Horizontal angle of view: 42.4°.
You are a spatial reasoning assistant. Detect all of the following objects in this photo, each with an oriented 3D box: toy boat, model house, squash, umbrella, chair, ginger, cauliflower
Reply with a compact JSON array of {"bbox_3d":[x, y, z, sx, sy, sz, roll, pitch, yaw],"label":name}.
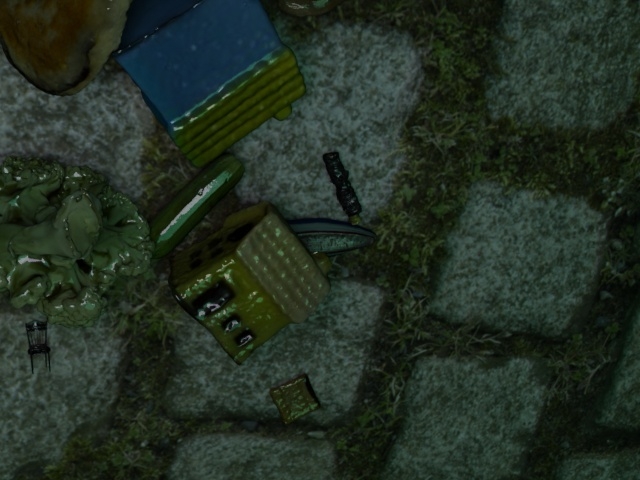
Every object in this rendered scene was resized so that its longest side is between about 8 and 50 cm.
[{"bbox_3d":[0.000,0.000,1.503,0.228,0.046,0.080,-1,102,-15],"label":"toy boat"},{"bbox_3d":[-0.113,0.055,1.404,0.234,0.175,0.193,-37,114,1],"label":"model house"},{"bbox_3d":[-0.171,-0.275,1.277,0.237,0.215,0.303,-36,125,-4],"label":"model house"},{"bbox_3d":[-0.221,-0.057,1.404,0.229,0.066,0.066,-45,114,-2],"label":"squash"},{"bbox_3d":[0.042,-0.094,1.487,0.037,0.040,0.144,-31,114,-16],"label":"umbrella"},{"bbox_3d":[-0.484,0.184,1.416,0.037,0.042,0.086,-6,73,-17],"label":"chair"},{"bbox_3d":[0.013,-0.420,1.370,0.173,0.051,0.069,-36,110,-6],"label":"ginger"},{"bbox_3d":[-0.407,0.014,1.251,0.326,0.281,0.261,-9,114,-21],"label":"cauliflower"}]

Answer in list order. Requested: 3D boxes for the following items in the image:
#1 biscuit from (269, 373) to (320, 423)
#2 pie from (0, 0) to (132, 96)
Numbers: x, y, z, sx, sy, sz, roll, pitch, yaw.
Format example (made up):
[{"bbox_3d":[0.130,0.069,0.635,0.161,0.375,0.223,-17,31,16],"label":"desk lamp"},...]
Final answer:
[{"bbox_3d":[-0.049,0.307,1.595,0.081,0.018,0.083,-26,112,-8],"label":"biscuit"},{"bbox_3d":[-0.387,-0.368,1.141,0.077,0.339,0.339,-25,118,-48],"label":"pie"}]
